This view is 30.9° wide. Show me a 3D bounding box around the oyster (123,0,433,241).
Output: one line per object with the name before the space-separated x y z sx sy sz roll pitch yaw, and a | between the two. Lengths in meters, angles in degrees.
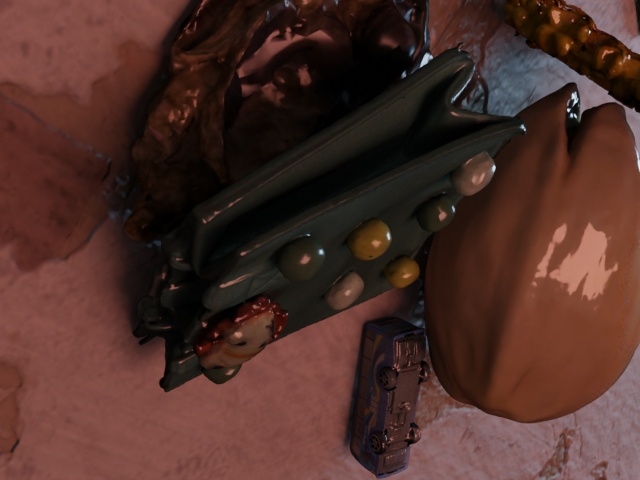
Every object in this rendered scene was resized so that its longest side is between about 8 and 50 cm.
oyster | -0.018 -0.144 0.874 0.361 0.096 0.221 -38 125 -23

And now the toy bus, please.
toy bus | 0.066 0.151 1.119 0.051 0.061 0.153 -9 116 -37

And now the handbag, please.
handbag | 0.004 0.003 0.866 0.274 0.100 0.268 -31 169 -30

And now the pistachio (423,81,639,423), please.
pistachio | 0.206 0.019 1.071 0.226 0.208 0.331 -31 134 -55

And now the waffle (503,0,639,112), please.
waffle | 0.263 -0.152 1.020 0.232 0.229 0.051 14 111 -51

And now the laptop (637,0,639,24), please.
laptop | 0.386 -0.304 1.198 0.180 0.016 0.129 -37 131 -20
